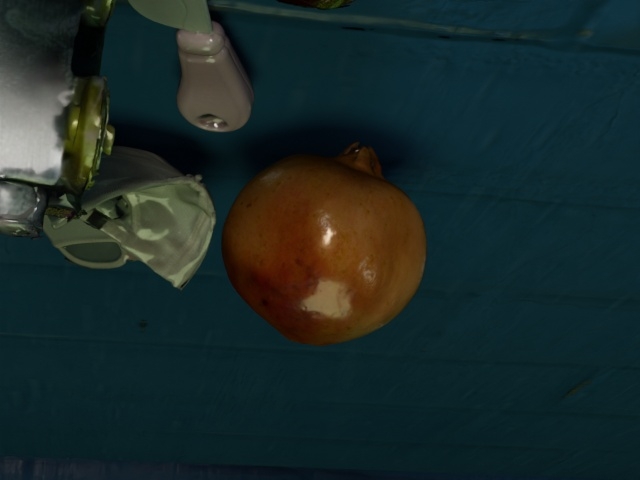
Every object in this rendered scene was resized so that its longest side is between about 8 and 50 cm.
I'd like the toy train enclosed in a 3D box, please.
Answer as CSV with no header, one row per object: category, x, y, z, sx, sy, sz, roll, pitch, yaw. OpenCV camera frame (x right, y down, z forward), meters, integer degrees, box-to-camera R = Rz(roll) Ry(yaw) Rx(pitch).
toy train,-0.208,-0.130,0.848,0.134,0.261,0.177,9,174,-17

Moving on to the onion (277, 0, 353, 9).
onion,-0.002,-0.212,0.824,0.117,0.119,0.118,-26,177,-37

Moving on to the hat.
hat,-0.240,-0.049,1.294,0.226,0.164,0.219,34,178,32

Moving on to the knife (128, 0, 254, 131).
knife,-0.114,-0.190,0.993,0.081,0.043,0.336,6,154,10

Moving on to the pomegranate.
pomegranate,-0.002,0.006,1.257,0.209,0.209,0.209,0,159,0
